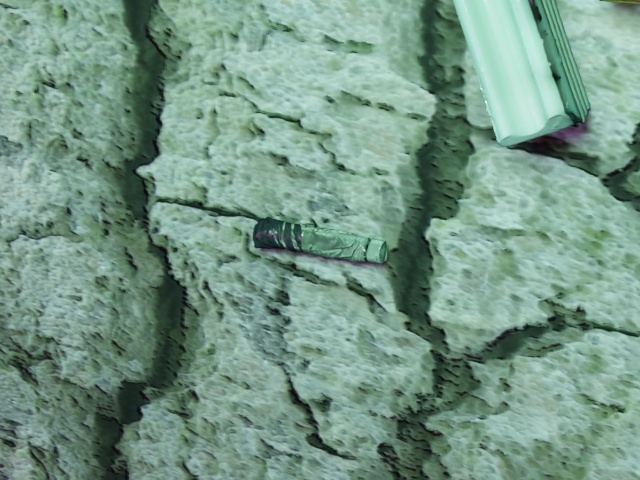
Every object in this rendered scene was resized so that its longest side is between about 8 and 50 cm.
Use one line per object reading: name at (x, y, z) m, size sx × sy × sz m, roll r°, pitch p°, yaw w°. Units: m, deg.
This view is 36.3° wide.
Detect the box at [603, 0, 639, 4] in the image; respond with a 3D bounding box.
box at (0.379, -0.362, 0.999) m, size 0.153 × 0.074 × 0.239 m, roll 9°, pitch 112°, yaw 16°

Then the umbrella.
umbrella at (0.000, 0.000, 1.309) m, size 0.188 × 0.050 × 0.046 m, roll 8°, pitch 91°, yaw 22°

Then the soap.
soap at (0.210, -0.242, 1.070) m, size 0.094 × 0.150 × 0.261 m, roll -17°, pitch 100°, yaw 24°
